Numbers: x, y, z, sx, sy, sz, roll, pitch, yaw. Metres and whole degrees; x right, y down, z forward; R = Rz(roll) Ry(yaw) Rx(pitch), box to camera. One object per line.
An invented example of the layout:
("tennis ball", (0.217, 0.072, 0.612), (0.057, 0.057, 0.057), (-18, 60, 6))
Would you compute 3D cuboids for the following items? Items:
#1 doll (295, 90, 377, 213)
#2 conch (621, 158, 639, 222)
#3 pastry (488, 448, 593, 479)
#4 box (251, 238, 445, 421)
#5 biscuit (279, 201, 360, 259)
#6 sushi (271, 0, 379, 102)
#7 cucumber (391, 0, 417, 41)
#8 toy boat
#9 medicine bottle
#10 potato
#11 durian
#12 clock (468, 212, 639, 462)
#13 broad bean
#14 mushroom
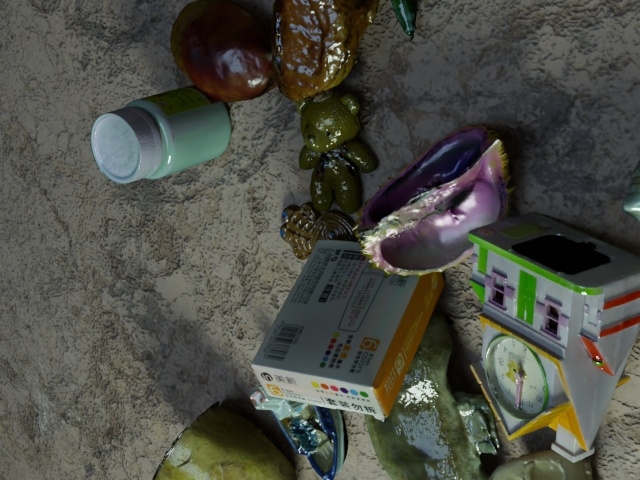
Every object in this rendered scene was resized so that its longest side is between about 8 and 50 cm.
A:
("doll", (0.015, -0.135, 1.693), (0.137, 0.097, 0.209), (7, 115, 31))
("conch", (0.483, -0.084, 1.290), (0.203, 0.169, 0.386), (8, 118, 6))
("pastry", (0.334, 0.370, 1.587), (0.166, 0.166, 0.088), (-36, 56, 41))
("box", (0.048, 0.127, 1.633), (0.221, 0.274, 0.091), (8, 142, 31))
("biscuit", (0.000, 0.000, 1.797), (0.175, 0.026, 0.124), (24, 119, 30))
("sushi", (0.000, -0.341, 1.584), (0.167, 0.179, 0.296), (13, 123, 22))
("cucumber", (0.116, -0.368, 1.561), (0.037, 0.037, 0.155), (-14, 94, 41))
("toy boat", (-0.043, 0.311, 1.886), (0.262, 0.115, 0.114), (53, 131, 11))
("medicine bottle", (-0.271, -0.183, 1.817), (0.139, 0.225, 0.139), (15, 116, 33))
("potato", (-0.160, 0.453, 1.983), (0.266, 0.229, 0.229), (38, 126, 12))
("durian", (0.179, -0.046, 1.555), (0.260, 0.154, 0.186), (-21, 108, 18))
("clock", (0.318, 0.150, 1.478), (0.235, 0.166, 0.309), (30, 128, 50))
("broad bean", (-0.159, -0.316, 1.747), (0.228, 0.122, 0.156), (32, 126, 22))
("mushroom", (0.172, 0.290, 1.687), (0.247, 0.130, 0.344), (3, 110, 50))
